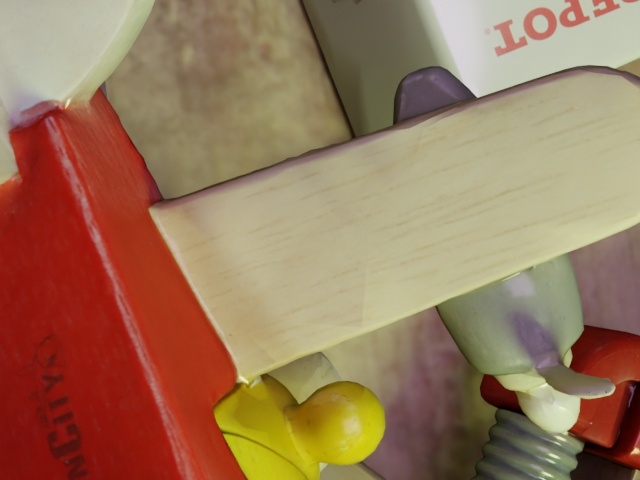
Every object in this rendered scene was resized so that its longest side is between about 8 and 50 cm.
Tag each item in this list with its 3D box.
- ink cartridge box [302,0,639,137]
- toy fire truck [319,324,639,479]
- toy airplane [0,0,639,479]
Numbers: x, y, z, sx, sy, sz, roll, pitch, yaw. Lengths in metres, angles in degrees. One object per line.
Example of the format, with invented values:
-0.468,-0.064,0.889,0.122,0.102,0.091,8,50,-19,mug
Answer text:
0.104,-0.278,0.635,0.279,0.160,0.384,-24,96,-18,ink cartridge box
0.106,0.140,0.648,0.246,0.158,0.217,27,81,-27,toy fire truck
-0.077,0.056,0.487,0.386,0.272,0.384,24,91,25,toy airplane
